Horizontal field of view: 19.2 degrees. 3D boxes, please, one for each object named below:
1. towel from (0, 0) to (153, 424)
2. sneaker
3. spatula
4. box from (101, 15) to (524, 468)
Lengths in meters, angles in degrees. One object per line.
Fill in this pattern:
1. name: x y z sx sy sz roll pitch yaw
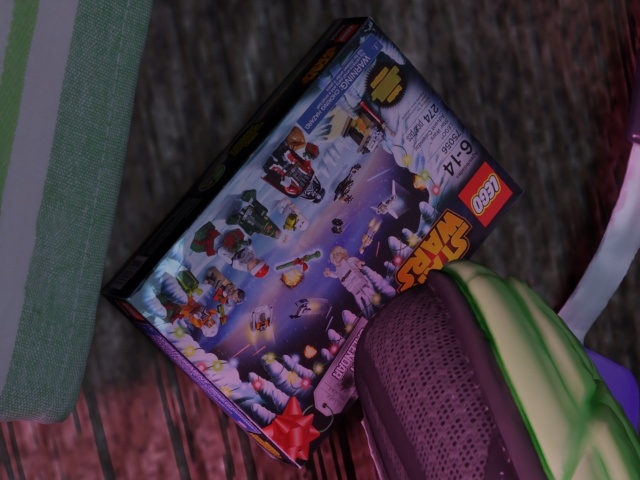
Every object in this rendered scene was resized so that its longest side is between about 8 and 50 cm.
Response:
1. towel: -0.140 -0.072 0.502 0.325 0.038 0.248 10 90 -65
2. sneaker: 0.031 0.232 0.573 0.202 0.185 0.483 -3 70 10
3. spatula: 0.119 -0.013 0.740 0.084 0.030 0.296 19 85 -28
4. box: 0.000 0.000 0.683 0.094 0.027 0.137 46 74 -23
